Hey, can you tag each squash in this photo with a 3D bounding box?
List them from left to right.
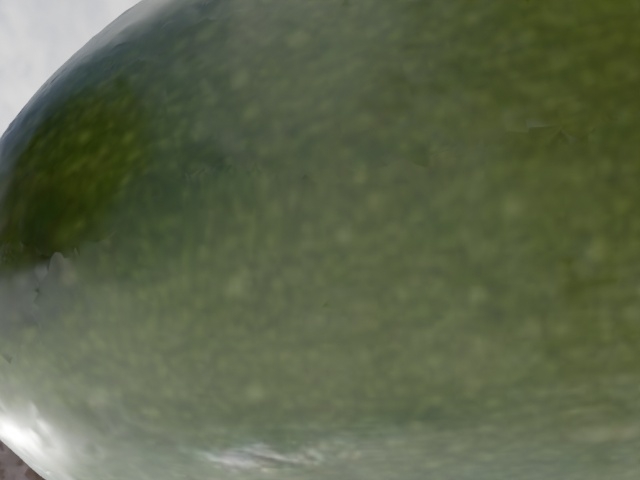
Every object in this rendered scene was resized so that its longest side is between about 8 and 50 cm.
[{"bbox_3d":[-0.017,-0.015,0.557,0.310,0.308,0.310,-6,-90,-89],"label":"squash"}]

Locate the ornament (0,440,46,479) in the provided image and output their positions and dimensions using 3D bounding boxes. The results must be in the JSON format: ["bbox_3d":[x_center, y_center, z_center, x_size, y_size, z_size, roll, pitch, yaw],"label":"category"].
[{"bbox_3d":[-0.200,0.146,1.004,0.259,0.259,0.225,29,-109,-75],"label":"ornament"}]
